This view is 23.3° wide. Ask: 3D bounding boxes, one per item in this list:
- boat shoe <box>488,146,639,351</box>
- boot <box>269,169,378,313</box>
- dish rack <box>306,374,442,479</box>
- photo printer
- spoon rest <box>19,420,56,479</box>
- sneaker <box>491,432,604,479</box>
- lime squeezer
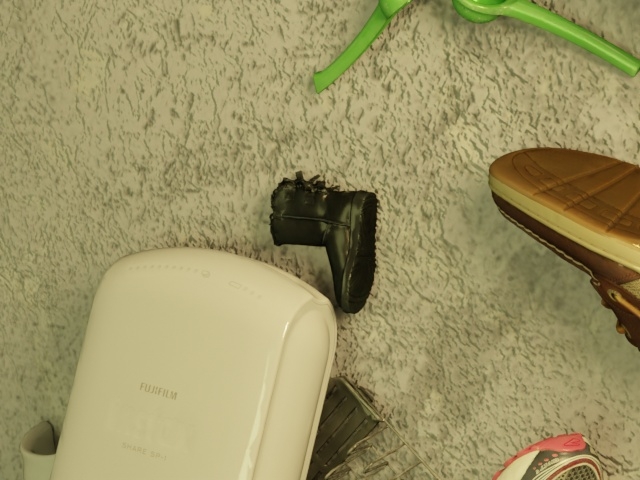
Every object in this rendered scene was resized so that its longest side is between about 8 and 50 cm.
[{"bbox_3d":[0.265,0.040,1.197,0.342,0.123,0.123,29,126,29],"label":"boat shoe"},{"bbox_3d":[0.000,0.000,1.415,0.099,0.045,0.121,10,100,30],"label":"boot"},{"bbox_3d":[0.038,0.269,1.439,0.271,0.074,0.208,48,122,16],"label":"dish rack"},{"bbox_3d":[-0.121,0.161,1.453,0.256,0.107,0.307,11,86,35],"label":"photo printer"},{"bbox_3d":[-0.210,0.238,1.596,0.276,0.084,0.137,2,103,35],"label":"spoon rest"},{"bbox_3d":[0.203,0.303,1.286,0.112,0.121,0.299,-151,58,-61],"label":"sneaker"},{"bbox_3d":[0.110,-0.180,1.287,0.310,0.059,0.110,1,102,34],"label":"lime squeezer"}]
